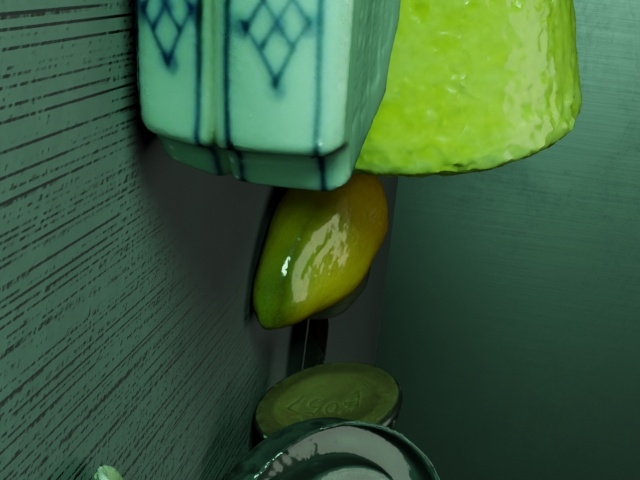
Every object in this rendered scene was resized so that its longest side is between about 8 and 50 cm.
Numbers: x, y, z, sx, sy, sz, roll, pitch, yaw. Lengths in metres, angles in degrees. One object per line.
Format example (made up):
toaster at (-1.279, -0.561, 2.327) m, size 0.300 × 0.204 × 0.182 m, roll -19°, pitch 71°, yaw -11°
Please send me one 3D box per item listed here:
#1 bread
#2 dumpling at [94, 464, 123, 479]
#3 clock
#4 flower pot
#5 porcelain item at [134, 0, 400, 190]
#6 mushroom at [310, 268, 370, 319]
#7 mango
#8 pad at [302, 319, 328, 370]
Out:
bread at (0.108, -0.243, 1.142) m, size 0.348 × 0.348 × 0.307 m, roll -62°, pitch 147°, yaw -67°
dumpling at (-0.131, 0.217, 0.698) m, size 0.169 × 0.100 × 0.134 m, roll 11°, pitch 75°, yaw -83°
clock at (0.008, 0.355, 1.179) m, size 0.066 × 0.319 × 0.318 m, roll 6°, pitch -93°, yaw 57°
flower pot at (0.033, 0.318, 1.373) m, size 0.266 × 0.267 × 0.267 m, roll -66°, pitch 149°, yaw -61°
porcelain item at (-0.028, -0.203, 0.757) m, size 0.281 × 0.157 × 0.285 m, roll -66°, pitch 163°, yaw -56°
mushroom at (0.013, 0.031, 1.491) m, size 0.188 × 0.117 × 0.141 m, roll 84°, pitch 5°, yaw -45°
mango at (0.000, 0.000, 1.305) m, size 0.317 × 0.119 × 0.176 m, roll -49°, pitch 146°, yaw -49°
pad at (-0.028, 0.232, 1.546) m, size 0.323 × 0.055 × 0.249 m, roll -36°, pitch 134°, yaw -78°
